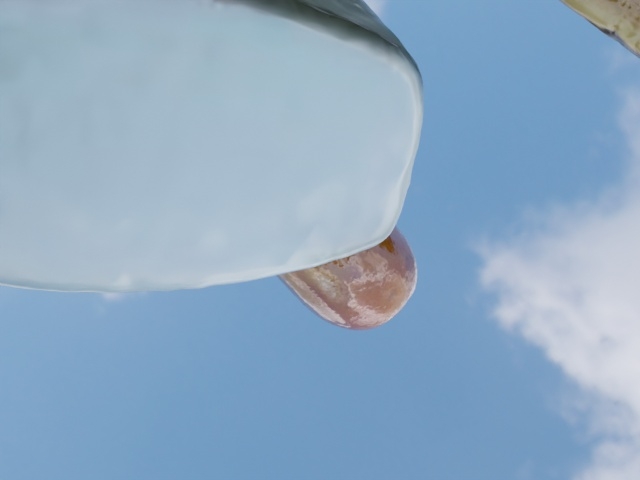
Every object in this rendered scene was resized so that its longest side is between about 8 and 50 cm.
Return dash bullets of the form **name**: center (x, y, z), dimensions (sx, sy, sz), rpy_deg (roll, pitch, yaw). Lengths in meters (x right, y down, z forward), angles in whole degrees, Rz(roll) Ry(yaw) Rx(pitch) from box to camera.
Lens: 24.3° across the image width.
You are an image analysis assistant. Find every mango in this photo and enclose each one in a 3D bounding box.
- **mango**: center (0.005, -0.003, 1.320), dimensions (0.102, 0.217, 0.141), rpy_deg (-32, -141, 30)

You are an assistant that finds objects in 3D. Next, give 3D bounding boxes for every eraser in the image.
- **eraser**: center (-0.092, -0.090, 0.536), dimensions (0.189, 0.104, 0.290), rpy_deg (-1, -154, -15)

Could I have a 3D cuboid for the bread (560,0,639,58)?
- **bread**: center (0.270, -0.207, 1.159), dimensions (0.091, 0.305, 0.142), rpy_deg (-46, 171, -36)
